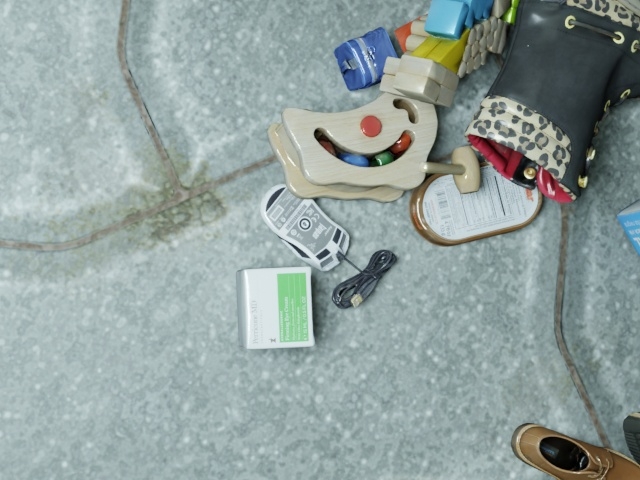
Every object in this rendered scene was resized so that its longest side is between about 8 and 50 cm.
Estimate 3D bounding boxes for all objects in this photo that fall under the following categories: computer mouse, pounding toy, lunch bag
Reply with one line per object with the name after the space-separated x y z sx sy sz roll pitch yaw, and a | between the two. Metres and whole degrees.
0.000 0.000 1.221 0.193 0.042 0.106 42 74 -8 | computer mouse
0.081 -0.140 1.176 0.269 0.155 0.154 1 77 -20 | pounding toy
0.058 -0.236 1.223 0.065 0.098 0.067 -25 96 -10 | lunch bag

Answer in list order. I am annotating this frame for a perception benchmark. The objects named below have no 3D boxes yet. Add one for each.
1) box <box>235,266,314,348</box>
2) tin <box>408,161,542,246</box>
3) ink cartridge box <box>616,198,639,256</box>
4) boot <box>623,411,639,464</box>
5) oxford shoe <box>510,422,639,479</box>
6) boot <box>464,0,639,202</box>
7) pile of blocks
-0.059 0.084 1.170 0.087 0.102 0.101 -2 87 -10 | box
0.216 -0.053 1.274 0.189 0.040 0.106 -14 92 -13 | tin
0.651 0.057 1.288 0.285 0.166 0.395 -30 91 -12 | ink cartridge box
0.519 0.285 1.297 0.137 0.077 0.198 -40 107 -17 | boot
0.366 0.311 1.255 0.212 0.076 0.076 21 80 -11 | oxford shoe
0.368 -0.183 1.235 0.377 0.138 0.284 31 81 -33 | boot
0.172 -0.296 1.187 0.362 0.112 0.149 -43 139 -40 | pile of blocks
